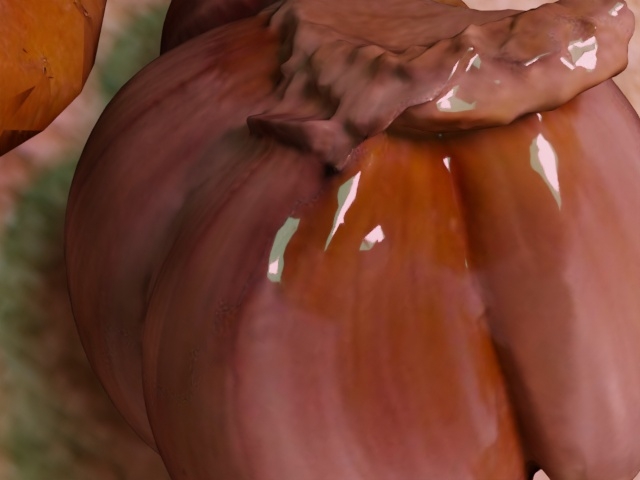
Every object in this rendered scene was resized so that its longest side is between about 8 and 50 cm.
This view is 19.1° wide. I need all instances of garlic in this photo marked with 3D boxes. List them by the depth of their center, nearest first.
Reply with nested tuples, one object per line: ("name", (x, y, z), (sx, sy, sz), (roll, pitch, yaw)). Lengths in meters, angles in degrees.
("garlic", (0.000, 0.000, 0.560), (0.160, 0.214, 0.191), (-23, 126, -22))

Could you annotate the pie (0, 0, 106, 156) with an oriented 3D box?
("pie", (-0.178, -0.112, 0.549), (0.273, 0.069, 0.273), (16, 56, -24))
